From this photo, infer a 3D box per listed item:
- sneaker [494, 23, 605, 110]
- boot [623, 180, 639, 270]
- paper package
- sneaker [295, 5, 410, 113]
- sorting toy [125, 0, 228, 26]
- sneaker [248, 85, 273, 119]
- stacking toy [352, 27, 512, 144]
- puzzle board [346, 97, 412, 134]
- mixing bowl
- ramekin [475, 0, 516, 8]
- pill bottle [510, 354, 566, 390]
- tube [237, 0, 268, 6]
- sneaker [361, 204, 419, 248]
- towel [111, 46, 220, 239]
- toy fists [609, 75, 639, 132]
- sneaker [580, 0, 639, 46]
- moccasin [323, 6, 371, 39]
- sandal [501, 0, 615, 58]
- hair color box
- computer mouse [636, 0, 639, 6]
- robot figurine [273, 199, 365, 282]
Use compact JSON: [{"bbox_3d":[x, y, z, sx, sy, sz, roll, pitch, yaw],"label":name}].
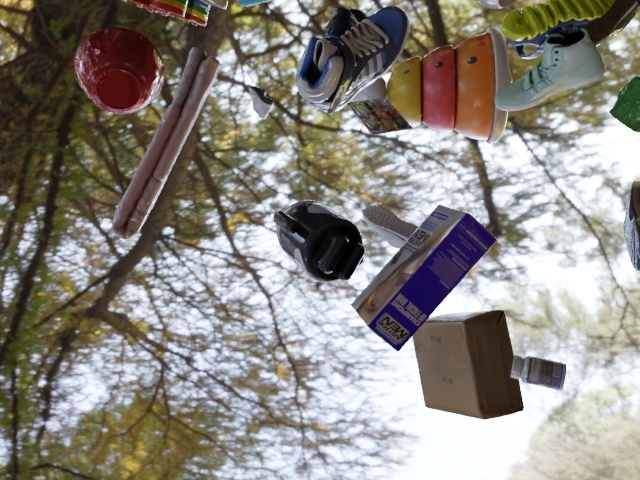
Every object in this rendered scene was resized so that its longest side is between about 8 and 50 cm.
[{"bbox_3d":[0.513,-0.408,1.418,0.151,0.256,0.094,44,-141,-40],"label":"sneaker"},{"bbox_3d":[0.934,-0.035,1.533,0.377,0.284,0.138,-54,-37,-56],"label":"boot"},{"bbox_3d":[0.454,0.384,1.912,0.168,0.325,0.309,-7,-97,-21],"label":"paper package"},{"bbox_3d":[0.074,-0.448,1.426,0.130,0.323,0.236,46,-169,13],"label":"sneaker"},{"bbox_3d":[-0.415,-0.638,1.572,0.255,0.257,0.089,-26,-45,-71],"label":"sorting toy"},{"bbox_3d":[-0.181,-0.404,1.757,0.054,0.061,0.152,7,-147,-25],"label":"sneaker"},{"bbox_3d":[0.331,-0.466,1.895,0.350,0.480,0.350,-2,-90,-83],"label":"stacking toy"},{"bbox_3d":[0.126,-0.269,1.298,0.096,0.128,0.011,-11,-45,-20],"label":"puzzle board"},{"bbox_3d":[-0.407,-0.326,1.230,0.181,0.181,0.098,42,-162,-38],"label":"mixing bowl"},{"bbox_3d":[0.423,-0.652,1.360,0.127,0.273,0.273,43,-145,17],"label":"ramekin"},{"bbox_3d":[0.595,0.359,1.658,0.078,0.137,0.078,10,-90,-71],"label":"pill bottle"},{"bbox_3d":[-0.093,-0.515,1.215,0.052,0.207,0.080,-9,-79,-42],"label":"tube"},{"bbox_3d":[0.225,-0.031,1.972,0.090,0.235,0.094,-36,-35,-28],"label":"sneaker"},{"bbox_3d":[-0.268,-0.165,1.053,0.053,0.332,0.317,26,-88,-14],"label":"towel"},{"bbox_3d":[0.950,-0.339,1.667,0.096,0.142,0.279,-21,-119,-46],"label":"toy fists"},{"bbox_3d":[0.725,-0.534,1.525,0.064,0.192,0.086,53,-165,29],"label":"sneaker"},{"bbox_3d":[0.101,-0.582,1.682,0.342,0.138,0.116,-59,-15,-70],"label":"moccasin"},{"bbox_3d":[0.648,-0.586,1.640,0.138,0.317,0.126,61,-162,-59],"label":"sandal"},{"bbox_3d":[0.233,0.079,1.422,0.110,0.185,0.339,39,-89,-13],"label":"hair color box"},{"bbox_3d":[0.537,-0.444,0.888,0.042,0.193,0.106,-9,-109,-40],"label":"computer mouse"},{"bbox_3d":[0.000,-0.003,1.532,0.174,0.278,0.209,-28,-59,-16],"label":"robot figurine"}]
